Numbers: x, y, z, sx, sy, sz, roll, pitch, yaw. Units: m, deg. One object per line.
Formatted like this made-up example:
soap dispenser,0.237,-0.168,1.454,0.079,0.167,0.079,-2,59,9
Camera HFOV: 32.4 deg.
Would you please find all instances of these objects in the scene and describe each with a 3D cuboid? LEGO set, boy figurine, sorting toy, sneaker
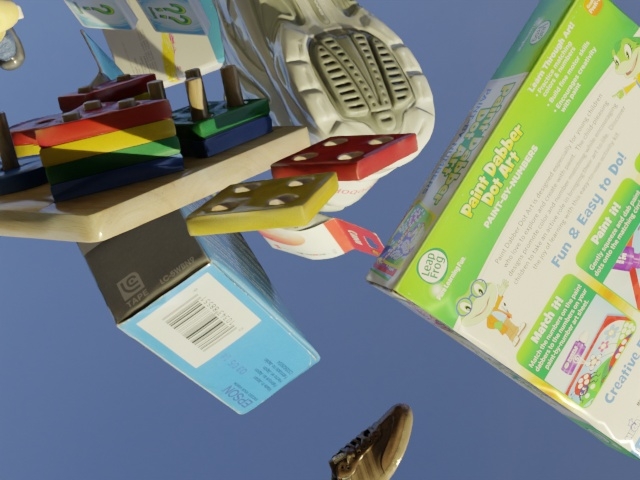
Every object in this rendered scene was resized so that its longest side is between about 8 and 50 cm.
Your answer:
LEGO set,-0.137,-0.202,0.845,0.182,0.244,0.060,6,-105,8
boy figurine,-0.495,-0.285,1.487,0.177,0.285,0.092,-24,-97,-1
sorting toy,-0.090,-0.044,0.496,0.274,0.132,0.046,4,-68,41
sneaker,-0.030,-0.116,0.594,0.115,0.090,0.232,-50,-126,53
sneaker,0.051,0.287,1.420,0.188,0.071,0.066,-62,-165,2

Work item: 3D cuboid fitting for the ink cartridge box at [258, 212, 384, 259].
ink cartridge box,0.000,0.000,1.516,0.179,0.145,0.045,21,-101,18

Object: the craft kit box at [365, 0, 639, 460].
craft kit box,0.196,-0.009,0.782,0.250,0.246,0.061,-57,-157,-6

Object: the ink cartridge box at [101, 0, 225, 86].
ink cartridge box,-0.203,-0.381,1.837,0.270,0.198,0.197,-15,-80,35

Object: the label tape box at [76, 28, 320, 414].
label tape box,-0.157,-0.016,1.092,0.106,0.240,0.334,-36,-126,3
